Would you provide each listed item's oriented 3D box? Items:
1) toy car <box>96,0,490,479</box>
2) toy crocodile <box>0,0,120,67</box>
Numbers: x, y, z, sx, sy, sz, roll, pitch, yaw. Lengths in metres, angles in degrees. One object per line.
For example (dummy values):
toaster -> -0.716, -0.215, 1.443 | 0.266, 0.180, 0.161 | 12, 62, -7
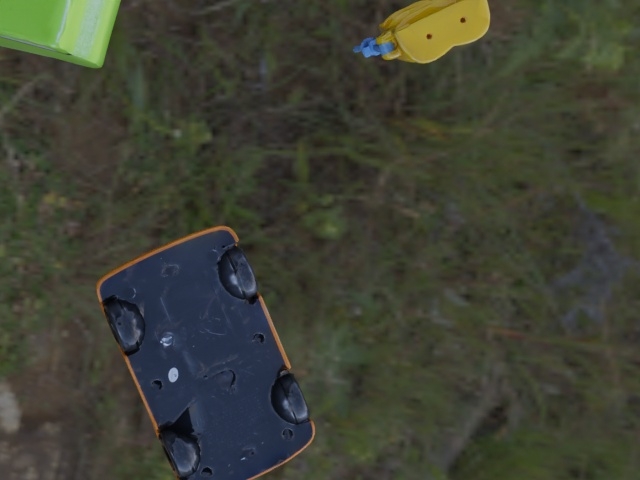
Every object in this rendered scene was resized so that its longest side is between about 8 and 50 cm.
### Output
toy car -> 0.000, 0.000, 0.383 | 0.122, 0.040, 0.060 | -42, 105, -7
toy crocodile -> -0.248, -0.139, 0.723 | 0.105, 0.341, 0.115 | 50, 50, -83
